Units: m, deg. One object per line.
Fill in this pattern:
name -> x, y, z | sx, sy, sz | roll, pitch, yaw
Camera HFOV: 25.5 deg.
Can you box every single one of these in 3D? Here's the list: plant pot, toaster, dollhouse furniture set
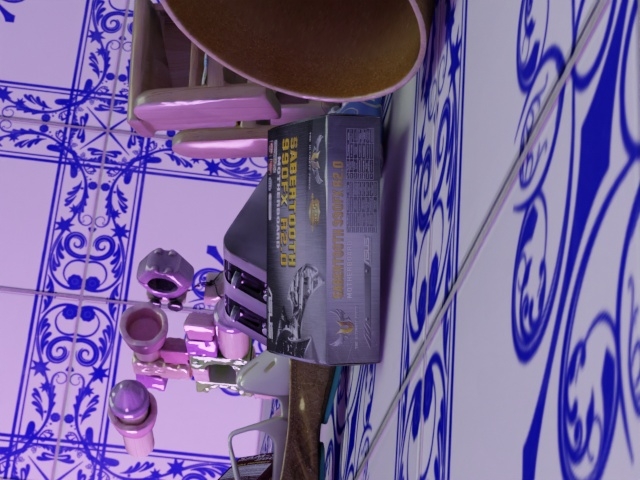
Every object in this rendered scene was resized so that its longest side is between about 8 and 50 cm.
plant pot -> 0.014, -0.288, 1.201 | 0.237, 0.237, 0.254 | 104, -173, -62
toaster -> -0.040, 0.015, 1.697 | 0.186, 0.110, 0.168 | -58, -14, -31
dollhouse furniture set -> -0.136, -0.264, 1.603 | 0.394, 0.256, 0.362 | 51, -142, -72

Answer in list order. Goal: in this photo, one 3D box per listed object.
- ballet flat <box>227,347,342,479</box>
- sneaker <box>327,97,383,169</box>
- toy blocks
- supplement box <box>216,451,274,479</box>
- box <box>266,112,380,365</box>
ballet flat -> -0.041, 0.209, 1.604 | 0.116, 0.124, 0.342 | -165, 82, -86
sneaker -> 0.030, -0.095, 1.525 | 0.211, 0.080, 0.081 | 139, 145, -70
toy blocks -> -0.132, 0.122, 1.907 | 0.260, 0.288, 0.309 | 91, -175, -58
supplement box -> -0.099, 0.359, 1.686 | 0.239, 0.073, 0.130 | -36, -67, -63
box -> 0.000, 0.000, 1.363 | 0.183, 0.056, 0.231 | -178, 88, -71
